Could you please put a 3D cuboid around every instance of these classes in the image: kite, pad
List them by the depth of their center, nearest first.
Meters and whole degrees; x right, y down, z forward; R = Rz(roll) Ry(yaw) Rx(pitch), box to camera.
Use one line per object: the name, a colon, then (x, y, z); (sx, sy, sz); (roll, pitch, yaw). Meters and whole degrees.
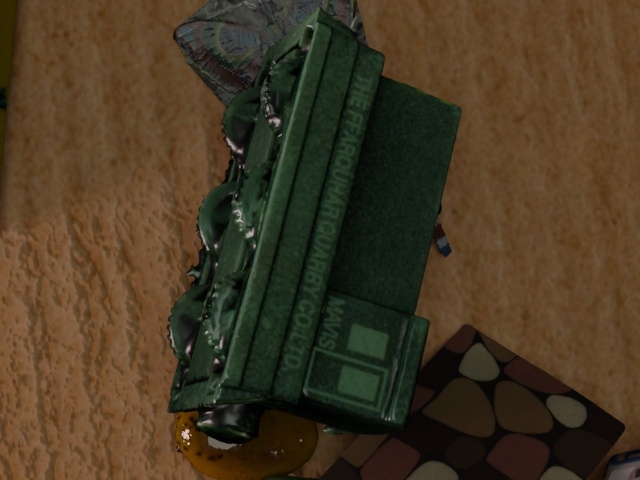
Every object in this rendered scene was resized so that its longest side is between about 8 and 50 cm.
pad: (0.104, 0.174, 1.069); (0.158, 0.003, 0.235); (32, 57, 25)
kite: (0.004, -0.087, 1.154); (0.152, 0.015, 0.285); (-27, 86, -4)

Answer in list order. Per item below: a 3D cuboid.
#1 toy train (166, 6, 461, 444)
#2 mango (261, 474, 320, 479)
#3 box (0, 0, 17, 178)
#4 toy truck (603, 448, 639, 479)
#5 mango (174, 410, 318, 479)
toy train: (0.000, 0.000, 1.065); (0.178, 0.138, 0.330); (20, 74, -17)
mango: (0.045, 0.269, 1.078); (0.251, 0.114, 0.156); (23, 97, -4)
box: (-0.298, -0.148, 1.066); (0.041, 0.153, 0.279); (0, 84, 38)
toy truck: (0.264, 0.264, 1.098); (0.177, 0.161, 0.213); (-15, 86, 16)
mango: (-0.057, 0.149, 1.109); (0.114, 0.057, 0.079); (5, 81, -14)
